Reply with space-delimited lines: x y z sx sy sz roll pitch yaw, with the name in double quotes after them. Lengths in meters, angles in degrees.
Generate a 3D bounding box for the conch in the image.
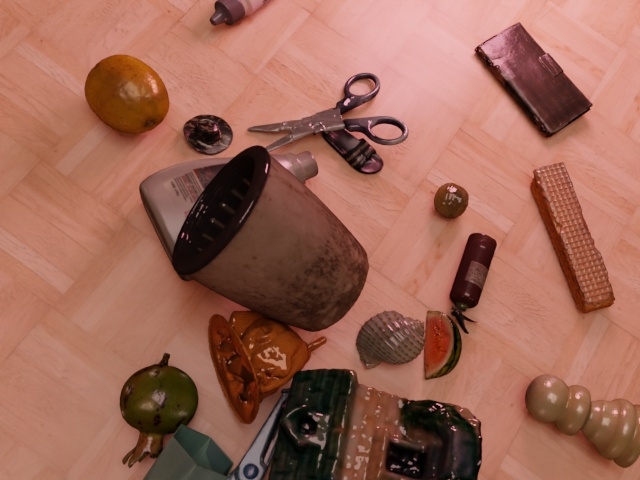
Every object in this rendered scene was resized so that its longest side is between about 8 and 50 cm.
0.158 0.213 1.553 0.153 0.102 0.135 -20 60 -15 "conch"

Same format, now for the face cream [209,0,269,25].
-0.170 -0.651 1.808 0.092 0.092 0.311 43 68 7 "face cream"

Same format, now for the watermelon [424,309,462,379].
0.287 0.234 1.580 0.086 0.069 0.164 8 67 -8 "watermelon"

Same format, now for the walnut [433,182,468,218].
0.319 -0.097 1.700 0.092 0.092 0.092 3 70 -9 "walnut"

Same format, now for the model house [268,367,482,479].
0.025 0.472 1.267 0.399 0.395 0.446 22 60 -6 "model house"

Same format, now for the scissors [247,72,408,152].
0.007 -0.288 1.720 0.383 0.029 0.256 -18 58 -12 "scissors"

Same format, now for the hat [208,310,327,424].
-0.082 0.235 1.458 0.233 0.244 0.234 -13 81 -28 "hat"

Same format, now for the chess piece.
0.579 0.384 1.551 0.251 0.144 0.145 24 68 6 "chess piece"

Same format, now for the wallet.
0.573 -0.436 1.883 0.169 0.044 0.317 -33 77 -15 "wallet"

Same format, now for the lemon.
-0.448 -0.339 1.611 0.207 0.170 0.170 42 69 10 "lemon"

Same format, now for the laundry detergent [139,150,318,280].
-0.182 -0.091 1.592 0.397 0.125 0.264 -24 75 -19 "laundry detergent"

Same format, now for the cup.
-0.285 0.493 1.329 0.148 0.134 0.236 36 93 32 "cup"

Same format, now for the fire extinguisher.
0.361 0.103 1.645 0.099 0.071 0.231 33 66 -27 "fire extinguisher"

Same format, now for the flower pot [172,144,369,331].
-0.084 0.014 1.413 0.330 0.293 0.294 34 66 -27 "flower pot"

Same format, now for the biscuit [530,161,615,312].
0.622 -0.008 1.731 0.094 0.054 0.379 -13 73 -13 "biscuit"

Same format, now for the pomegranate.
-0.335 0.350 1.408 0.156 0.156 0.220 20 100 -2 "pomegranate"

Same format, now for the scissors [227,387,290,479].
-0.153 0.480 1.437 0.180 0.032 0.393 29 69 2 "scissors"

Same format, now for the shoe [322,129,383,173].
0.080 -0.233 1.723 0.179 0.049 0.071 40 70 6 "shoe"

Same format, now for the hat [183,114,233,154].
-0.269 -0.265 1.675 0.121 0.050 0.121 4 69 -11 "hat"
